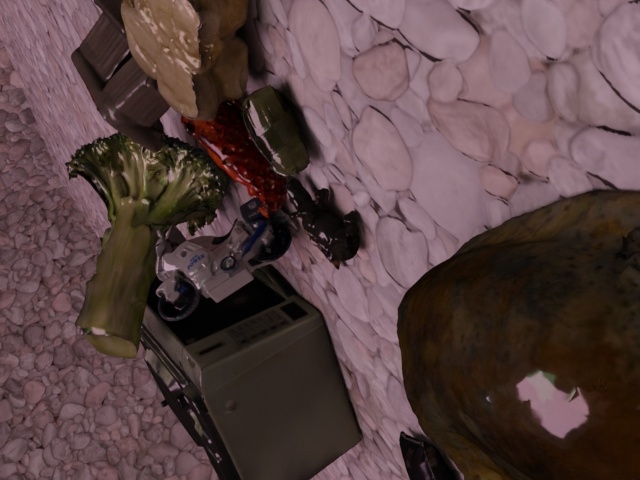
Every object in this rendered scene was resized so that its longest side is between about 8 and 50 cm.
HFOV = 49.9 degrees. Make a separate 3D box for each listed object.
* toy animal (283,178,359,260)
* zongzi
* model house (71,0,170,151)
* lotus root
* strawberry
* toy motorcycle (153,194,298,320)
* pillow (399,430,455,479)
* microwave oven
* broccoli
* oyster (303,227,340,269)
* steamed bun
[{"bbox_3d":[-0.003,-0.029,0.818,0.135,0.047,0.065,40,159,30],"label":"toy animal"},{"bbox_3d":[-0.057,-0.124,0.817,0.109,0.055,0.119,63,170,-11],"label":"zongzi"},{"bbox_3d":[-0.258,-0.265,0.975,0.188,0.122,0.229,-45,65,30],"label":"model house"},{"bbox_3d":[0.185,0.115,0.454,0.267,0.149,0.260,56,159,2],"label":"lotus root"},{"bbox_3d":[-0.101,-0.117,0.900,0.188,0.082,0.121,44,174,15],"label":"strawberry"},{"bbox_3d":[-0.143,0.012,0.966,0.150,0.221,0.102,57,179,42],"label":"toy motorcycle"},{"bbox_3d":[0.154,0.328,0.916,0.150,0.048,0.090,64,150,3],"label":"pillow"},{"bbox_3d":[-0.164,0.213,1.206,0.394,0.247,0.333,29,141,53],"label":"microwave oven"},{"bbox_3d":[-0.266,-0.003,1.092,0.221,0.251,0.362,123,139,-63],"label":"broccoli"},{"bbox_3d":[0.002,0.003,0.882,0.083,0.019,0.054,55,158,13],"label":"oyster"},{"bbox_3d":[-0.150,-0.250,0.793,0.192,0.106,0.178,40,148,25],"label":"steamed bun"}]
